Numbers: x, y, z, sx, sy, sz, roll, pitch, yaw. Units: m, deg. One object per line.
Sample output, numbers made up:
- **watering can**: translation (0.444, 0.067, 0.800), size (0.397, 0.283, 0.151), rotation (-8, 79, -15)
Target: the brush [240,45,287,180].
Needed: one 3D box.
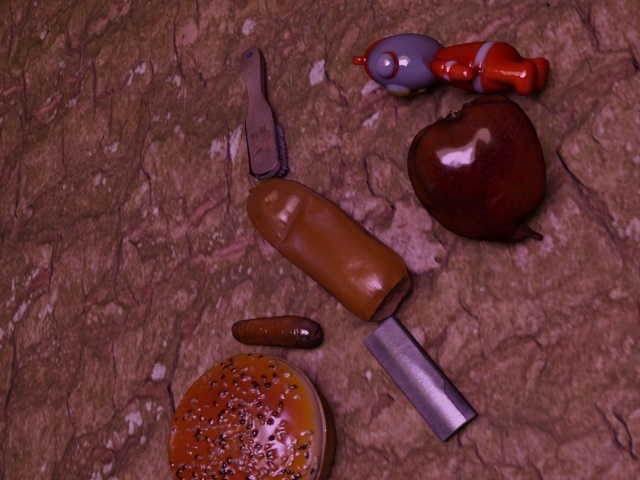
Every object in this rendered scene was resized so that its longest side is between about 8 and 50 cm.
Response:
- **brush**: translation (-0.113, -0.254, 1.270), size (0.070, 0.065, 0.328), rotation (-25, 59, 24)

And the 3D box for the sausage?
- **sausage**: translation (0.003, 0.000, 1.117), size (0.354, 0.116, 0.134), rotation (41, 109, 30)

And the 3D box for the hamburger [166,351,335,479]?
- **hamburger**: translation (-0.116, 0.336, 1.056), size (0.300, 0.176, 0.301), rotation (-7, 73, 24)

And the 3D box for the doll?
- **doll**: translation (0.200, -0.289, 1.065), size (0.336, 0.199, 0.106), rotation (15, 116, 28)

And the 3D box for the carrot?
- **carrot**: translation (-0.082, 0.164, 1.148), size (0.186, 0.060, 0.060), rotation (-1, 77, 28)

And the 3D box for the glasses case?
- **glasses case**: translation (0.158, 0.222, 1.027), size (0.071, 0.047, 0.205), rotation (-44, 63, 9)

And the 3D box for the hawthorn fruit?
- **hawthorn fruit**: translation (0.259, -0.093, 0.983), size (0.208, 0.208, 0.248), rotation (-33, 90, 15)
